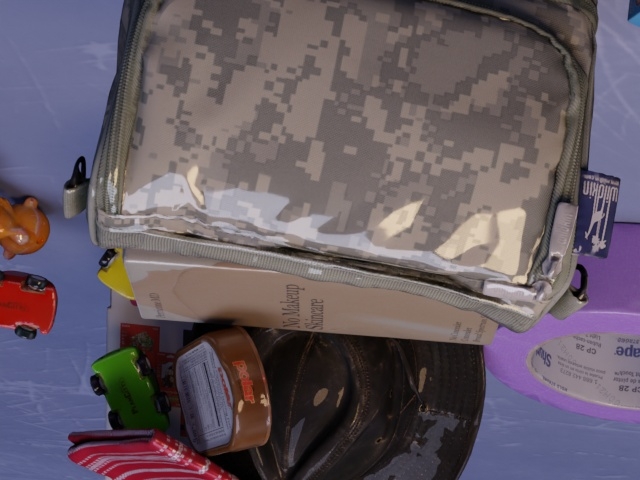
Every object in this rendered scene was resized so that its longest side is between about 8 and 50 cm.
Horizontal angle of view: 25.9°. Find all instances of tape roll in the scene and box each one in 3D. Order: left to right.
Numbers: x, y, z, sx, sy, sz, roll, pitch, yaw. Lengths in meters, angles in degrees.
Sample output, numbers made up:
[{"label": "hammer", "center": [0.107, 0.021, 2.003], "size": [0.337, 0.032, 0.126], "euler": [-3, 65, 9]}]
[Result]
[{"label": "tape roll", "center": [0.292, 0.085, 1.301], "size": [0.274, 0.090, 0.275], "euler": [9, 154, 5]}]

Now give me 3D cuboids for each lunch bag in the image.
[{"label": "lunch bag", "center": [0.018, -0.087, 0.845], "size": [0.305, 0.256, 0.212], "euler": [11, 154, -4]}]

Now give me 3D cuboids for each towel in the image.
[{"label": "towel", "center": [-0.099, 0.260, 1.341], "size": [0.275, 0.031, 0.199], "euler": [38, 153, -24]}]

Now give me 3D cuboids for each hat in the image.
[{"label": "hat", "center": [-0.004, 0.150, 1.292], "size": [0.331, 0.331, 0.134], "euler": [5, -165, 15]}]

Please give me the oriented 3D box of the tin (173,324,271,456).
[{"label": "tin", "center": [-0.090, 0.137, 1.227], "size": [0.040, 0.106, 0.189], "euler": [-15, 173, -22]}]

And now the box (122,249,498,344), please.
[{"label": "box", "center": [0.000, 0.000, 1.173], "size": [0.311, 0.121, 0.148], "euler": [4, 157, 3]}]

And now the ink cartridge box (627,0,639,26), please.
[{"label": "ink cartridge box", "center": [0.225, -0.165, 0.846], "size": [0.028, 0.048, 0.083], "euler": [21, 154, -19]}]

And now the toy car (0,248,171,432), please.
[{"label": "toy car", "center": [-0.214, 0.094, 1.379], "size": [0.239, 0.225, 0.053], "euler": [-22, -168, 3]}]

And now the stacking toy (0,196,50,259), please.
[{"label": "stacking toy", "center": [-0.370, -0.036, 1.300], "size": [0.165, 0.175, 0.302], "euler": [29, -172, 37]}]

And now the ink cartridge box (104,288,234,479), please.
[{"label": "ink cartridge box", "center": [-0.058, 0.133, 1.450], "size": [0.309, 0.272, 0.130], "euler": [6, -167, 14]}]
